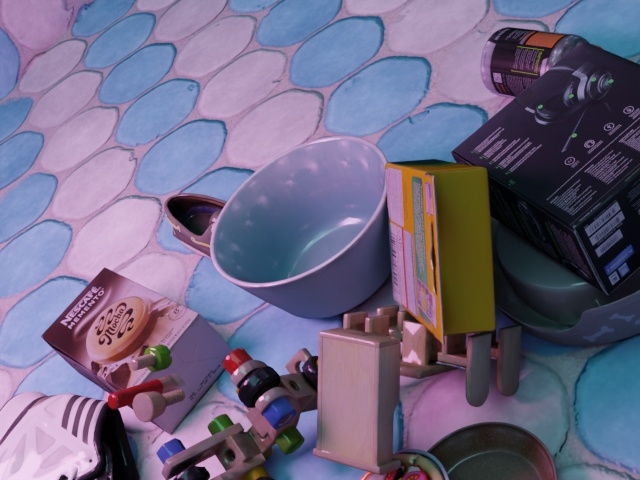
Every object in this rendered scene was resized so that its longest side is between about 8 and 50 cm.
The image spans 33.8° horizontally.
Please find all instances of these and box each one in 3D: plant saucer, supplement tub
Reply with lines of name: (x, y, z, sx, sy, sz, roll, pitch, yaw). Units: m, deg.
plant saucer: (0.195, 0.312, 1.270, 0.198, 0.036, 0.199, -20, 40, 18)
supplement tub: (0.364, -0.281, 1.709, 0.117, 0.117, 0.190, -49, 40, -17)

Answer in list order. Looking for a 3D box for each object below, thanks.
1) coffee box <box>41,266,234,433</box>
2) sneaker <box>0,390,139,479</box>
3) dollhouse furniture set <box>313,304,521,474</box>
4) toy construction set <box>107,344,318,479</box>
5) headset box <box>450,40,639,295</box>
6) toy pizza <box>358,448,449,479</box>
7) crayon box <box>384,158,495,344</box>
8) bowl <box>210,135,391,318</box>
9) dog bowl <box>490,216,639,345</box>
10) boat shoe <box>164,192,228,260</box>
coffee box: (-0.305, 0.173, 1.732, 0.297, 0.119, 0.168, 19, 63, 47)
sneaker: (-0.432, 0.402, 1.543, 0.257, 0.169, 0.448, -9, 42, 33)
dollhouse furniture set: (0.111, 0.188, 1.368, 0.212, 0.242, 0.161, 7, 98, 41)
toy construction set: (-0.104, 0.238, 1.467, 0.308, 0.258, 0.237, 22, 19, 31)
headset box: (0.345, -0.106, 1.358, 0.246, 0.131, 0.283, -41, 38, -6)
toy pizza: (0.078, 0.343, 1.280, 0.201, 0.032, 0.201, -37, 33, 29)
crayon box: (0.155, 0.003, 1.366, 0.083, 0.203, 0.323, -5, 7, -5)
bowl: (0.000, 0.000, 1.649, 0.311, 0.163, 0.312, -20, 40, 19)
dog bowl: (0.367, -0.007, 1.427, 0.348, 0.102, 0.349, -21, 40, 19)
boat shoe: (-0.170, -0.016, 1.853, 0.305, 0.091, 0.109, 17, 61, 46)
